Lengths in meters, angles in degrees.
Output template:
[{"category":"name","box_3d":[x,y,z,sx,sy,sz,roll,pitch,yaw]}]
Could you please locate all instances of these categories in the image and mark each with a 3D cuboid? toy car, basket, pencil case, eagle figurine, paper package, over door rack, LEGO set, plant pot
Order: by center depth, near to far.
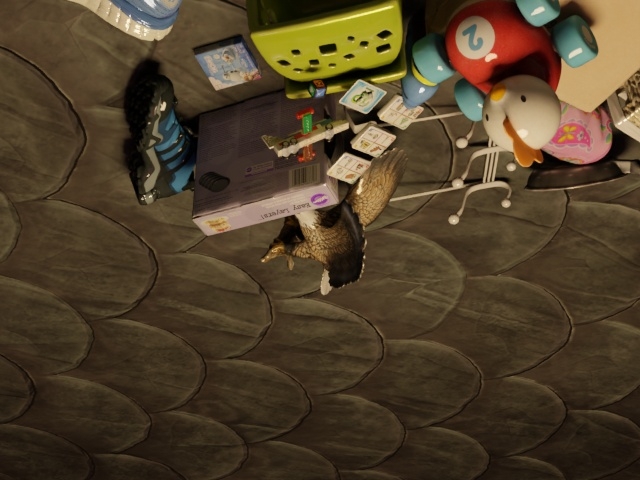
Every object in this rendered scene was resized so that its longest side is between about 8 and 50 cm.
[{"category":"toy car","box_3d":[0.274,-0.217,1.593,0.219,0.238,0.210,-27,135,31]},{"category":"paper package","box_3d":[0.377,-0.392,1.698,0.325,0.168,0.309,20,138,-24]},{"category":"plant pot","box_3d":[0.019,-0.355,1.702,0.227,0.228,0.207,-10,147,10]},{"category":"LEGO set","box_3d":[0.029,-0.190,1.757,0.182,0.060,0.244,-46,147,22]},{"category":"pencil case","box_3d":[0.391,-0.227,1.927,0.284,0.124,0.124,20,139,-37]},{"category":"basket","box_3d":[0.599,-0.234,1.950,0.167,0.113,0.103,24,134,-30]},{"category":"eagle figurine","box_3d":[0.029,-0.025,2.007,0.298,0.226,0.225,-14,172,38]},{"category":"over door rack","box_3d":[0.209,-0.140,2.074,0.324,0.108,0.239,-1,142,1]}]

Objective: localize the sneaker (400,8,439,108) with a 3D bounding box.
[{"category":"sneaker","box_3d":[0.158,-0.295,1.786,0.069,0.209,0.082,22,135,-12]}]

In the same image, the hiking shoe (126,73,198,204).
[{"category":"hiking shoe","box_3d":[-0.279,-0.195,2.019,0.132,0.113,0.304,-13,147,-21]}]

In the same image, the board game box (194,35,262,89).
[{"category":"board game box","box_3d":[-0.159,-0.307,1.920,0.090,0.020,0.090,-12,141,17]}]

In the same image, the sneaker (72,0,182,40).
[{"category":"sneaker","box_3d":[-0.342,-0.425,1.607,0.330,0.129,0.147,20,123,-27]}]

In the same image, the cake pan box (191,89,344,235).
[{"category":"cake pan box","box_3d":[-0.092,-0.149,1.946,0.267,0.245,0.070,-15,144,17]}]

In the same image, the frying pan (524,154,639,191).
[{"category":"frying pan","box_3d":[0.516,-0.123,2.017,0.197,0.053,0.326,-16,-171,-34]}]
